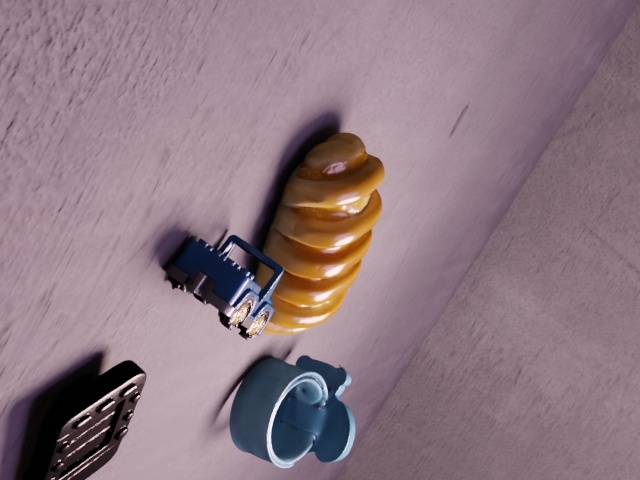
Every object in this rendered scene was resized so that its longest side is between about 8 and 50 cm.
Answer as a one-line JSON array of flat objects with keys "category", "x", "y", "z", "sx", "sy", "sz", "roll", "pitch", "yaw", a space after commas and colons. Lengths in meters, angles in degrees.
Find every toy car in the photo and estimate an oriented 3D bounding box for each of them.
[{"category": "toy car", "x": -0.107, "y": 0.049, "z": 1.239, "sx": 0.100, "sy": 0.097, "sz": 0.191, "roll": -54, "pitch": 164, "yaw": -6}]

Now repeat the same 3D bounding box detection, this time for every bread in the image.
[{"category": "bread", "x": 0.000, "y": 0.000, "z": 1.405, "sx": 0.173, "sy": 0.121, "sz": 0.311, "roll": -36, "pitch": 153, "yaw": -47}]

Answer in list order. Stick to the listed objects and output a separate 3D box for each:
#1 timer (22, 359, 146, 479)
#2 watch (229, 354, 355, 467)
[{"category": "timer", "x": -0.280, "y": 0.223, "z": 1.183, "sx": 0.144, "sy": 0.055, "sz": 0.187, "roll": -33, "pitch": 156, "yaw": -48}, {"category": "watch", "x": -0.059, "y": 0.284, "z": 1.740, "sx": 0.211, "sy": 0.211, "sz": 0.193, "roll": -57, "pitch": 145, "yaw": 6}]
